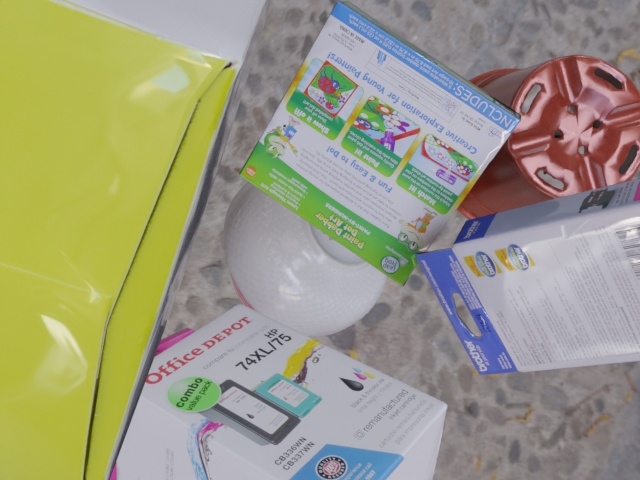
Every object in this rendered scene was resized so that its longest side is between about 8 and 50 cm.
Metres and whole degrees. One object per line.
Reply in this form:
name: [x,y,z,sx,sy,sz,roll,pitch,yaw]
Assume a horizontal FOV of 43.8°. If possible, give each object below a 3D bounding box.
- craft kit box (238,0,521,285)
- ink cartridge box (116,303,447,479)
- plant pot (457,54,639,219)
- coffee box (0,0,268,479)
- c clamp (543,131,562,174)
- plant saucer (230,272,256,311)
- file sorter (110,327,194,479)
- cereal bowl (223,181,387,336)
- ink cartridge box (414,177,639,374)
craft kit box: [0.066,-0.112,0.951,0.249,0.061,0.247,35,111,3]
ink cartridge box: [-0.046,0.231,0.814,0.198,0.270,0.197,-32,136,-49]
plant pot: [0.332,-0.148,1.187,0.272,0.265,0.273,0,90,-7]
coffee box: [-0.232,-0.091,0.528,0.337,0.334,0.338,19,124,-8]
c clamp: [0.443,-0.135,1.357,0.160,0.022,0.137,13,73,18]
plant saucer: [-0.062,0.053,1.824,0.331,0.084,0.333,0,91,17]
file sorter: [-0.257,0.299,1.251,0.290,0.182,0.202,-23,112,-39]
cereal bowl: [0.000,0.000,1.461,0.338,0.141,0.339,16,61,-32]
ink cartridge box: [0.271,0.043,0.822,0.186,0.311,0.065,58,40,-20]
